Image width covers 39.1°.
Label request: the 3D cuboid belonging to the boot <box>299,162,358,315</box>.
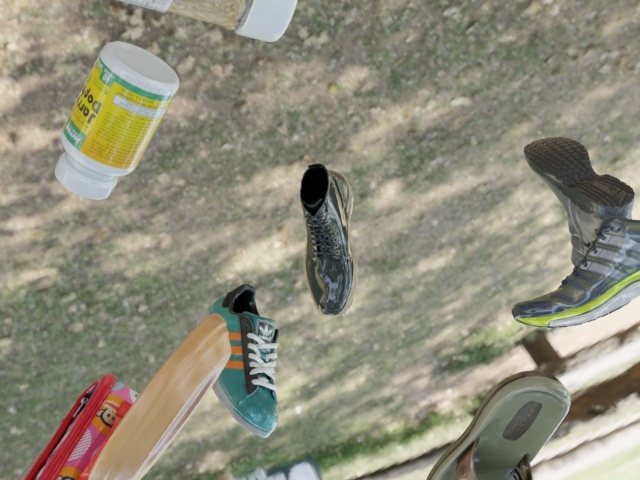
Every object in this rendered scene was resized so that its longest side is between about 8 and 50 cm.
[{"bbox_3d":[0.000,0.000,1.184,0.077,0.198,0.137,-5,174,12],"label":"boot"}]

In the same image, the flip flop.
[{"bbox_3d":[0.198,0.265,1.008,0.112,0.080,0.277,14,122,-18],"label":"flip flop"}]

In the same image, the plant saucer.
[{"bbox_3d":[-0.146,0.160,0.866,0.200,0.037,0.200,-55,176,-5],"label":"plant saucer"}]

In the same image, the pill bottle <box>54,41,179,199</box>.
[{"bbox_3d":[-0.297,-0.166,1.283,0.117,0.117,0.208,7,125,-47],"label":"pill bottle"}]

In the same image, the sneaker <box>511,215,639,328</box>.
[{"bbox_3d":[0.402,0.033,1.264,0.300,0.121,0.111,-26,174,6],"label":"sneaker"}]

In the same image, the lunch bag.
[{"bbox_3d":[-0.333,0.327,1.205,0.258,0.120,0.293,-45,-168,38],"label":"lunch bag"}]

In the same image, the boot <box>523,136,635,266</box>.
[{"bbox_3d":[0.510,-0.054,1.805,0.118,0.338,0.223,-16,124,-4],"label":"boot"}]

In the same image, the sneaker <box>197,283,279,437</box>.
[{"bbox_3d":[-0.125,0.195,1.557,0.121,0.302,0.108,-45,134,16],"label":"sneaker"}]

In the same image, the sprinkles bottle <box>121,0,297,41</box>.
[{"bbox_3d":[-0.200,-0.312,0.962,0.355,0.121,0.121,10,135,-19],"label":"sprinkles bottle"}]
